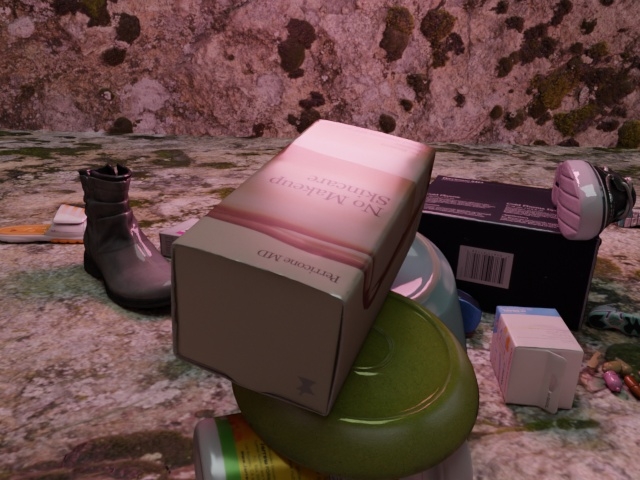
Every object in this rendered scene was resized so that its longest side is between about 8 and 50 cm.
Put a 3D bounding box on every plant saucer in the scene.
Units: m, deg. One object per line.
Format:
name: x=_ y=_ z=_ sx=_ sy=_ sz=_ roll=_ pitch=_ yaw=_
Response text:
plant saucer: x=0.035 y=0.111 z=0.544 sx=0.240 sy=0.037 sz=0.241 roll=5 pitch=35 yaw=-3

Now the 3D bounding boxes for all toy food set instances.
toy food set: x=0.450 y=0.205 z=0.819 sx=0.122 sy=0.019 sz=0.078 roll=26 pitch=29 yaw=33

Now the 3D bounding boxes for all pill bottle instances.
pill bottle: x=0.011 y=0.221 z=0.537 sx=0.245 sy=0.136 sz=0.136 roll=-4 pitch=20 yaw=-18

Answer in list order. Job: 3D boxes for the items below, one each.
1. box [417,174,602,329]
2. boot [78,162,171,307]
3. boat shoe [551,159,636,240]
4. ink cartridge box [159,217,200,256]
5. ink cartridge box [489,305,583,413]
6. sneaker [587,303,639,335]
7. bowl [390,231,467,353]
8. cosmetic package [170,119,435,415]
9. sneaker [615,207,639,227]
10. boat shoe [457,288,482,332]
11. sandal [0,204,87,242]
box: x=0.359 y=0.003 z=1.142 sx=0.343 sy=0.179 sz=0.312 roll=11 pitch=22 yaw=22
boot: x=-0.363 y=-0.019 z=1.052 sx=0.338 sy=0.223 sz=0.118 roll=18 pitch=24 yaw=38
boat shoe: x=0.461 y=-0.081 z=0.946 sx=0.119 sy=0.121 sz=0.335 roll=5 pitch=18 yaw=17
ink cartridge box: x=-0.179 y=-0.005 z=1.286 sx=0.275 sy=0.060 sz=0.239 roll=10 pitch=22 yaw=21
ink cartridge box: x=0.300 y=0.165 z=0.800 sx=0.089 sy=0.092 sz=0.143 roll=4 pitch=19 yaw=5
sneaker: x=0.526 y=0.133 z=1.002 sx=0.098 sy=0.038 sz=0.069 roll=12 pitch=22 yaw=23
bowl: x=0.057 y=0.082 z=0.754 sx=0.311 sy=0.163 sz=0.312 roll=3 pitch=41 yaw=-2
cosmetic package: x=0.000 y=0.000 z=0.553 sx=0.153 sy=0.129 sz=0.296 roll=17 pitch=36 yaw=13
sneaker: x=0.909 y=-0.068 z=1.597 sx=0.166 sy=0.065 sz=0.076 roll=8 pitch=16 yaw=12
boat shoe: x=0.152 y=0.098 z=1.002 sx=0.258 sy=0.109 sz=0.089 roll=26 pitch=18 yaw=14
sandal: x=-0.610 y=-0.042 z=1.311 sx=0.265 sy=0.076 sz=0.102 roll=-2 pitch=20 yaw=-14
